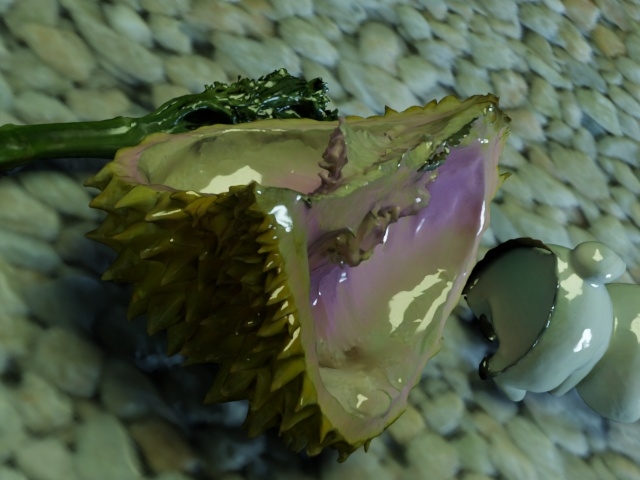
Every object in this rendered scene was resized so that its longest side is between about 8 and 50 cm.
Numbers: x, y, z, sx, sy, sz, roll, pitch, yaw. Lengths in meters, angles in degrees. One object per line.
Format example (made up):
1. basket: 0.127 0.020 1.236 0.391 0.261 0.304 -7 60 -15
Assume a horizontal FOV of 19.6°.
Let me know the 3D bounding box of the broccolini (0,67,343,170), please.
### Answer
1. broccolini: -0.083 -0.045 0.766 0.239 0.054 0.051 -5 67 -45

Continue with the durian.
1. durian: 0.000 0.002 0.711 0.165 0.132 0.182 40 30 -21

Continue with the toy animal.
1. toy animal: 0.130 0.040 0.852 0.124 0.085 0.071 24 18 -32
